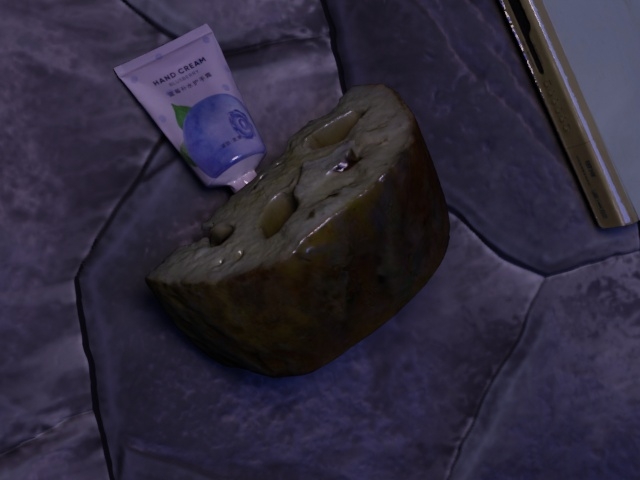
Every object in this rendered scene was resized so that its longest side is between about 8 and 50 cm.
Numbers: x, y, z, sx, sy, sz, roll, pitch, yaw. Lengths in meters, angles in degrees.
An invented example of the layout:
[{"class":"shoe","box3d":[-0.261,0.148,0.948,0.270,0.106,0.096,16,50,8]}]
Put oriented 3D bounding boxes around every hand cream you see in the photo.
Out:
[{"class":"hand cream","box3d":[-0.086,-0.091,1.123,0.084,0.053,0.142,-29,86,-20]}]

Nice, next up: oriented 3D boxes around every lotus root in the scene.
[{"class":"lotus root","box3d":[0.000,0.000,1.081,0.235,0.138,0.119,-41,123,-14]}]

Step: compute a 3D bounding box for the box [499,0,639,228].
[{"class":"box","box3d":[0.272,-0.169,1.264,0.211,0.045,0.270,-28,95,-21]}]
